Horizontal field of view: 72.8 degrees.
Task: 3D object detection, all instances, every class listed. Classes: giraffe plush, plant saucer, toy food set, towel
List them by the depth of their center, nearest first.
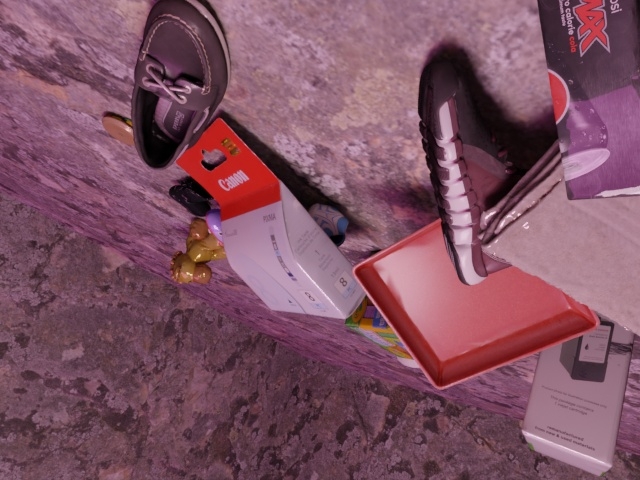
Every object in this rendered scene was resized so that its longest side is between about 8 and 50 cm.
[{"bbox_3d":[0.320,-0.007,0.445,0.282,0.049,0.187,28,123,-16],"label":"towel"},{"bbox_3d":[0.220,0.072,0.636,0.258,0.048,0.259,-31,105,21],"label":"plant saucer"},{"bbox_3d":[-0.382,-0.213,0.842,0.082,0.020,0.083,19,159,9],"label":"toy food set"},{"bbox_3d":[-0.350,0.048,1.237,0.210,0.171,0.181,14,158,22],"label":"giraffe plush"}]

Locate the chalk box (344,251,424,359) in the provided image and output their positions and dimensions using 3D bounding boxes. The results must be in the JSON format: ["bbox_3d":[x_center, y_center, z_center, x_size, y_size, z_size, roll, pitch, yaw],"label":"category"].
[{"bbox_3d":[0.183,0.134,0.888,0.180,0.179,0.288,33,157,-24],"label":"chalk box"}]

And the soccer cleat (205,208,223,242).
[{"bbox_3d":[-0.172,-0.008,1.068,0.095,0.083,0.248,-18,138,30],"label":"soccer cleat"}]

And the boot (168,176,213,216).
[{"bbox_3d":[-0.279,-0.097,0.995,0.099,0.045,0.121,-7,147,42],"label":"boot"}]

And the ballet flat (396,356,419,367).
[{"bbox_3d":[0.301,0.243,1.096,0.139,0.139,0.400,32,151,-23],"label":"ballet flat"}]

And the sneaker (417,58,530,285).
[{"bbox_3d":[0.209,-0.081,0.485,0.162,0.107,0.282,-16,127,10],"label":"sneaker"}]

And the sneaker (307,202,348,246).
[{"bbox_3d":[0.000,0.000,0.881,0.086,0.085,0.237,27,161,1],"label":"sneaker"}]

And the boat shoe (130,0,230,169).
[{"bbox_3d":[-0.205,-0.190,0.608,0.112,0.096,0.335,28,159,-14],"label":"boat shoe"}]

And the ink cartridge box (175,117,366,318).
[{"bbox_3d":[-0.127,-0.014,0.825,0.385,0.091,0.308,48,155,-19],"label":"ink cartridge box"}]

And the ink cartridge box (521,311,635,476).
[{"bbox_3d":[0.419,0.208,0.696,0.114,0.273,0.198,11,157,34],"label":"ink cartridge box"}]

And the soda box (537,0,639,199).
[{"bbox_3d":[0.206,-0.117,0.318,0.060,0.053,0.169,0,119,45],"label":"soda box"}]
